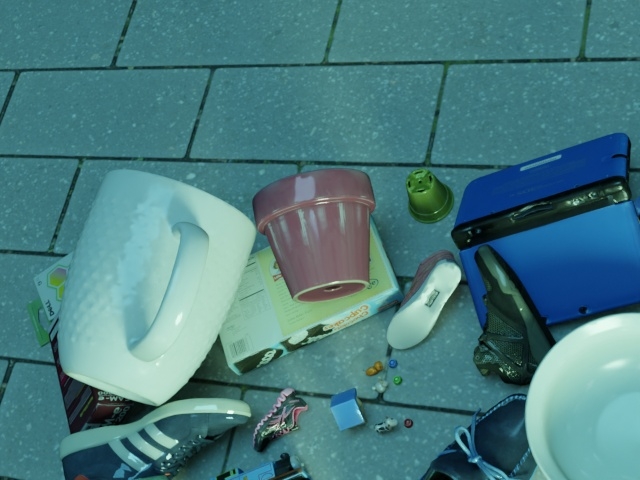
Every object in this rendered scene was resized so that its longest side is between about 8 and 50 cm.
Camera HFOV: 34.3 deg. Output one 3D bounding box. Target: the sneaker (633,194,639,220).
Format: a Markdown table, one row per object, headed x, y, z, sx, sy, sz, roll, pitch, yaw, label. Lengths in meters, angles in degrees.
| x | y | z | sx | sy | sz | roll | pitch | yaw | label |
| --- | --- | --- | --- | --- | --- | --- | --- | --- | --- |
| 0.580 | -0.089 | 1.641 | 0.090 | 0.081 | 0.232 | 34 | 88 | 33 | sneaker |

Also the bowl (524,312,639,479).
| x | y | z | sx | sy | sz | roll | pitch | yaw | label |
| --- | --- | --- | --- | --- | --- | --- | --- | --- | --- |
| 0.449 | 0.262 | 1.476 | 0.298 | 0.134 | 0.298 | -9 | 62 | 17 | bowl |

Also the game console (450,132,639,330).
| x | y | z | sx | sy | sz | roll | pitch | yaw | label |
| --- | --- | --- | --- | --- | --- | --- | --- | --- | --- |
| 0.379 | -0.010 | 1.676 | 0.293 | 0.173 | 0.250 | -17 | 27 | 28 | game console |

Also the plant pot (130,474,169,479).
| x | y | z | sx | sy | sz | roll | pitch | yaw | label |
| --- | --- | --- | --- | --- | --- | --- | --- | --- | --- |
| -0.275 | 0.488 | 1.591 | 0.165 | 0.165 | 0.234 | -18 | 76 | 12 | plant pot |

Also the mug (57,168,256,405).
| x | y | z | sx | sy | sz | roll | pitch | yaw | label |
| --- | --- | --- | --- | --- | --- | --- | --- | --- | --- |
| -0.266 | 0.083 | 1.664 | 0.374 | 0.276 | 0.328 | -18 | 51 | 65 | mug |

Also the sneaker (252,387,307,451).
| x | y | z | sx | sy | sz | roll | pitch | yaw | label |
| --- | --- | --- | --- | --- | --- | --- | --- | --- | --- |
| -0.065 | 0.304 | 1.717 | 0.057 | 0.047 | 0.119 | 32 | 80 | 20 | sneaker |

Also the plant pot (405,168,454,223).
| x | y | z | sx | sy | sz | roll | pitch | yaw | label |
| --- | --- | --- | --- | --- | --- | --- | --- | --- | --- |
| 0.182 | -0.084 | 1.795 | 0.083 | 0.079 | 0.083 | -9 | 61 | 17 | plant pot |

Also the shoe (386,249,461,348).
| x | y | z | sx | sy | sz | roll | pitch | yaw | label |
| --- | --- | --- | --- | --- | --- | --- | --- | --- | --- |
| 0.170 | 0.097 | 1.721 | 0.063 | 0.081 | 0.178 | 32 | 106 | -8 | shoe |

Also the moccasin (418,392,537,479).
| x | y | z | sx | sy | sz | roll | pitch | yaw | label |
| --- | --- | --- | --- | --- | --- | --- | --- | --- | --- |
| 0.215 | 0.367 | 1.524 | 0.137 | 0.117 | 0.342 | 32 | 79 | 31 | moccasin |

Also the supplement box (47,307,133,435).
| x | y | z | sx | sy | sz | roll | pitch | yaw | label |
| --- | --- | --- | --- | --- | --- | --- | --- | --- | --- |
| -0.411 | 0.222 | 1.842 | 0.130 | 0.073 | 0.239 | -51 | 47 | 38 | supplement box |

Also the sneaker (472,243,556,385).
| x | y | z | sx | sy | sz | roll | pitch | yaw | label |
| --- | --- | --- | --- | --- | --- | --- | --- | --- | --- |
| 0.271 | 0.125 | 1.611 | 0.130 | 0.087 | 0.227 | -27 | 91 | 18 | sneaker |

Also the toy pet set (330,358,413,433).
| x | y | z | sx | sy | sz | roll | pitch | yaw | label |
| --- | --- | --- | --- | --- | --- | --- | --- | --- | --- |
| 0.076 | 0.252 | 1.671 | 0.114 | 0.065 | 0.122 | -21 | 58 | 10 | toy pet set |

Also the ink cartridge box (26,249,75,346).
| x | y | z | sx | sy | sz | roll | pitch | yaw | label |
| --- | --- | --- | --- | --- | --- | --- | --- | --- | --- |
| -0.477 | 0.096 | 1.974 | 0.209 | 0.062 | 0.109 | -33 | 58 | 4 | ink cartridge box |

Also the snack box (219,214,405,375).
| x | y | z | sx | sy | sz | roll | pitch | yaw | label |
| --- | --- | --- | --- | --- | --- | --- | --- | --- | --- |
| -0.033 | 0.083 | 1.805 | 0.322 | 0.060 | 0.187 | -25 | 58 | 8 | snack box |

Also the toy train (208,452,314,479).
| x | y | z | sx | sy | sz | roll | pitch | yaw | label |
| --- | --- | --- | --- | --- | --- | --- | --- | --- | --- |
| -0.095 | 0.406 | 1.654 | 0.184 | 0.080 | 0.105 | -25 | 52 | 9 | toy train |

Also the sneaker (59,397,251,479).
| x | y | z | sx | sy | sz | roll | pitch | yaw | label |
| --- | --- | --- | --- | --- | --- | --- | --- | --- | --- |
| -0.267 | 0.365 | 1.724 | 0.350 | 0.131 | 0.148 | -20 | 65 | 17 | sneaker |

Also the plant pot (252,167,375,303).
| x | y | z | sx | sy | sz | roll | pitch | yaw | label |
| --- | --- | --- | --- | --- | --- | --- | --- | --- | --- |
| 0.000 | 0.000 | 1.696 | 0.201 | 0.201 | 0.180 | -15 | 74 | 14 | plant pot |
